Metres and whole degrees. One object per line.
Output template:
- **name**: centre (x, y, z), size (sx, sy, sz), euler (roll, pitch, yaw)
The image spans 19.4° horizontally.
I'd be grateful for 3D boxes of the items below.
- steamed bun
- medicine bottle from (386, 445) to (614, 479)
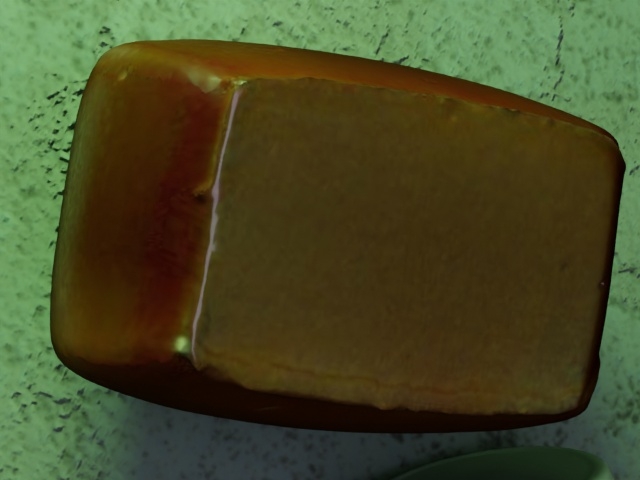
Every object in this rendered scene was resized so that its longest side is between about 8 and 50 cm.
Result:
- **steamed bun**: centre (0.000, 0.000, 1.183), size (0.379, 0.248, 0.235), euler (7, 93, -35)
- **medicine bottle**: centre (0.141, 0.328, 1.287), size (0.208, 0.208, 0.339), euler (-14, 98, -23)
